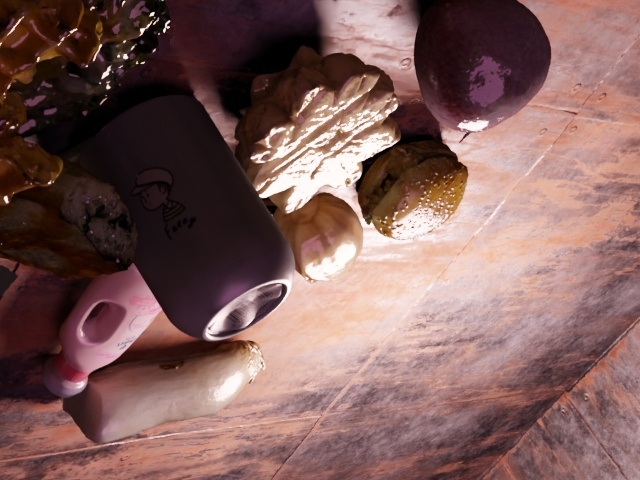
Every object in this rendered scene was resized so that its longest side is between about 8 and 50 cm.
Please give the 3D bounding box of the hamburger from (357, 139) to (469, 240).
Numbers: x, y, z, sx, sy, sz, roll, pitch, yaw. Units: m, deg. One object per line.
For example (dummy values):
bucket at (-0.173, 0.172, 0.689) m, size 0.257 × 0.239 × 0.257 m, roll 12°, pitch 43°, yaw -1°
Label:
hamburger at (0.175, -0.084, 2.018) m, size 0.215 × 0.122 × 0.189 m, roll 2°, pitch 134°, yaw -46°

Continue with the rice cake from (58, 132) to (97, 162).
rice cake at (-0.321, -0.138, 1.606) m, size 0.121 × 0.022 × 0.022 m, roll -30°, pitch 159°, yaw 1°

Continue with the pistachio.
pistachio at (0.000, 0.000, 1.955) m, size 0.157 × 0.157 × 0.229 m, roll -33°, pitch 158°, yaw 3°

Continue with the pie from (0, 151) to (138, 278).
pie at (-0.397, -0.042, 1.455) m, size 0.288 × 0.103 × 0.355 m, roll 8°, pitch 159°, yaw 24°

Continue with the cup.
cup at (-0.178, -0.027, 1.586) m, size 0.205 × 0.312 × 0.205 m, roll -30°, pitch 159°, yaw -13°

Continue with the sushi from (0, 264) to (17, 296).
sushi at (-0.650, 0.054, 1.530) m, size 0.296 × 0.100 × 0.373 m, roll -49°, pitch 135°, yaw -2°

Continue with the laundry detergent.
laundry detergent at (-0.360, 0.138, 1.901) m, size 0.159 × 0.088 × 0.335 m, roll 9°, pitch 131°, yaw -46°

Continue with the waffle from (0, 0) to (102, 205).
waffle at (-0.360, -0.153, 1.092) m, size 0.261 × 0.151 × 0.324 m, roll -10°, pitch 147°, yaw -32°

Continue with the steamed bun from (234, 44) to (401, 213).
steamed bun at (-0.019, -0.176, 1.710) m, size 0.295 × 0.137 × 0.292 m, roll -17°, pitch 146°, yaw -33°

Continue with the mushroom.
mushroom at (-0.268, 0.269, 2.117) m, size 0.396 × 0.177 × 0.126 m, roll -9°, pitch 104°, yaw -29°

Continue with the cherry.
cherry at (0.246, -0.276, 1.744) m, size 0.213 × 0.183 × 0.266 m, roll -43°, pitch 137°, yaw -8°

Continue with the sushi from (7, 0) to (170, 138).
sushi at (-0.348, -0.255, 1.264) m, size 0.351 × 0.178 × 0.294 m, roll -19°, pitch 149°, yaw -17°
